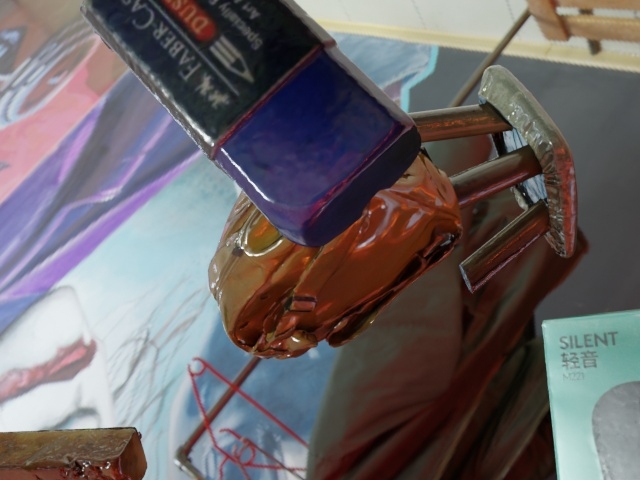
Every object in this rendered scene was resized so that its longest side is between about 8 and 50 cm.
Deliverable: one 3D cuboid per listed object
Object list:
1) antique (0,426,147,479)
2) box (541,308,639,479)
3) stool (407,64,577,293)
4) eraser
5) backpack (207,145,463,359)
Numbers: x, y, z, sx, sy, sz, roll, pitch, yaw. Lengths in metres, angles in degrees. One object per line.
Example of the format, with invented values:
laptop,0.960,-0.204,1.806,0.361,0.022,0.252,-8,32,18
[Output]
antique,-0.433,0.356,1.060,0.093,0.309,0.088,-74,-22,-66
box,0.346,0.221,0.673,0.205,0.312,0.118,-10,160,30
stool,0.307,-0.114,1.248,0.310,0.226,0.310,-108,-5,-47
eraser,-0.073,-0.151,0.617,0.332,0.155,0.101,48,-178,18
backpack,0.002,0.004,0.953,0.353,0.378,0.201,26,-155,-49
